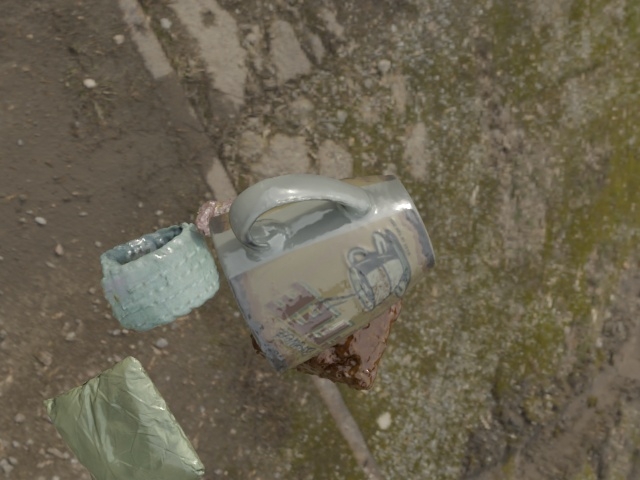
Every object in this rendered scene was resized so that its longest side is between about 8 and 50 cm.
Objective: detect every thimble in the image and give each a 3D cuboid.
[{"bbox_3d":[-0.343,0.072,1.588,0.250,0.205,0.171,-30,108,-34],"label":"thimble"}]

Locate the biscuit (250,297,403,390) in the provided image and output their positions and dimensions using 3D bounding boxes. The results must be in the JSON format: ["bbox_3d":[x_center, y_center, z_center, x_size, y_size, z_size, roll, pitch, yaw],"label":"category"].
[{"bbox_3d":[0.008,0.184,1.966,0.166,0.395,0.342,40,65,-41],"label":"biscuit"}]

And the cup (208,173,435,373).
[{"bbox_3d":[0.000,0.000,0.970,0.257,0.227,0.301,-28,147,-1],"label":"cup"}]

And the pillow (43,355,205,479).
[{"bbox_3d":[-0.394,0.390,1.473,0.274,0.281,0.076,59,29,-5],"label":"pillow"}]

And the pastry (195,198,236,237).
[{"bbox_3d":[-0.130,-0.036,1.603,0.265,0.112,0.102,6,85,-4],"label":"pastry"}]
